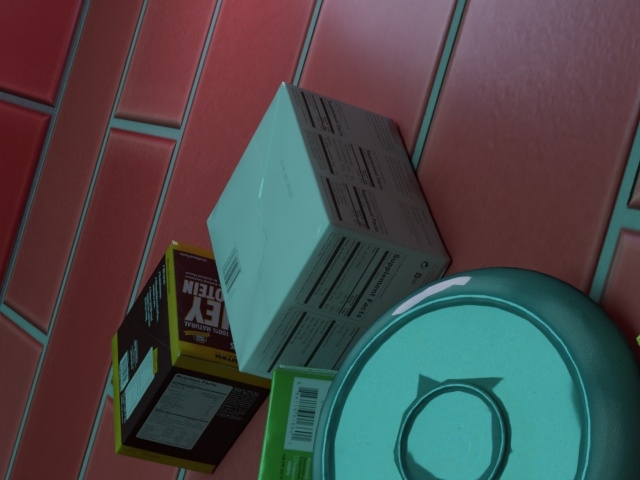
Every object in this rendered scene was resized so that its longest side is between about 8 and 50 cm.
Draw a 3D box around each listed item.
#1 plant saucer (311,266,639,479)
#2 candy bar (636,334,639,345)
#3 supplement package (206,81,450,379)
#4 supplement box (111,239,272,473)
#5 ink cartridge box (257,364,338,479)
[{"bbox_3d":[0.114,0.168,1.299,0.317,0.043,0.318,-15,64,33],"label":"plant saucer"},{"bbox_3d":[0.288,0.027,1.212,0.161,0.018,0.040,-62,27,27],"label":"candy bar"},{"bbox_3d":[0.000,0.000,1.700,0.204,0.145,0.262,-59,27,28],"label":"supplement package"},{"bbox_3d":[-0.159,0.144,1.976,0.194,0.129,0.191,-55,29,36],"label":"supplement box"},{"bbox_3d":[0.002,0.248,1.625,0.255,0.097,0.189,69,-152,-71],"label":"ink cartridge box"}]
